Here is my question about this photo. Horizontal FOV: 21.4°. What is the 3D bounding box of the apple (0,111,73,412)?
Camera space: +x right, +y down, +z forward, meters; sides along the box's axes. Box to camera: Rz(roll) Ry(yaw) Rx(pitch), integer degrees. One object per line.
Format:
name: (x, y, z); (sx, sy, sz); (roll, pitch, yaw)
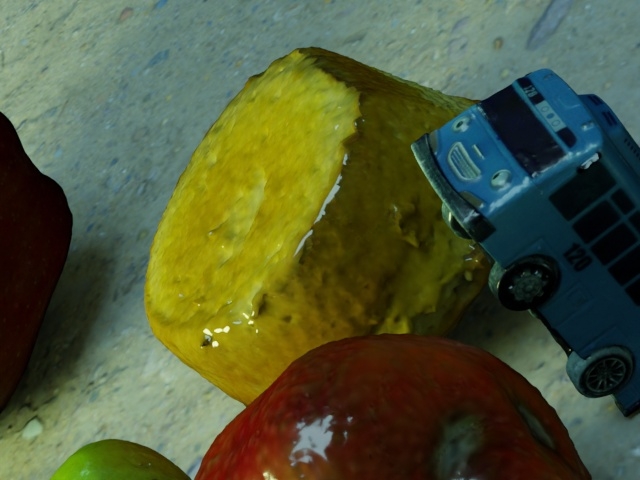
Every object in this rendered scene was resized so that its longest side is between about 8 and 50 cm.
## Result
apple: (-0.345, 0.037, 1.261); (0.288, 0.288, 0.317); (4, 47, 46)

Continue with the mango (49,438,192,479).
mango: (-0.115, 0.220, 1.007); (0.125, 0.111, 0.233); (-35, 40, 23)

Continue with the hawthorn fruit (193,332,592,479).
hawthorn fruit: (0.051, 0.138, 0.869); (0.207, 0.207, 0.243); (-29, 1, 22)

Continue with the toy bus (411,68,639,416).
toy bus: (0.138, -0.002, 0.899); (0.106, 0.184, 0.090); (-37, 38, 9)

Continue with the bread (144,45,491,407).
bread: (0.000, 0.000, 1.047); (0.268, 0.146, 0.268); (-42, 30, 31)
